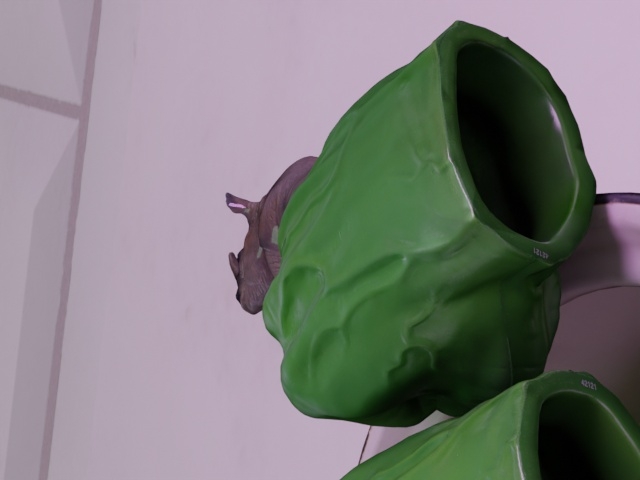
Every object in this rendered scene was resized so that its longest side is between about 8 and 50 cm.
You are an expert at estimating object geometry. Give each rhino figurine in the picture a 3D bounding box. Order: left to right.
[{"bbox_3d":[0.000,0.000,1.148,0.243,0.073,0.106,-11,80,62],"label":"rhino figurine"}]

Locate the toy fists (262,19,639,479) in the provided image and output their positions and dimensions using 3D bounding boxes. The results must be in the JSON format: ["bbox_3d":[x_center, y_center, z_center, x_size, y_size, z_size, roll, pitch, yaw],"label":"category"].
[{"bbox_3d":[0.051,0.062,0.711,0.142,0.096,0.279,-39,50,41],"label":"toy fists"}]

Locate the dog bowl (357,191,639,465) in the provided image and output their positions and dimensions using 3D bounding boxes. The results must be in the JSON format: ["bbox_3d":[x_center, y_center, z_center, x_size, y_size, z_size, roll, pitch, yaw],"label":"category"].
[{"bbox_3d":[0.162,0.189,0.740,0.408,0.150,0.408,-12,76,60],"label":"dog bowl"}]
